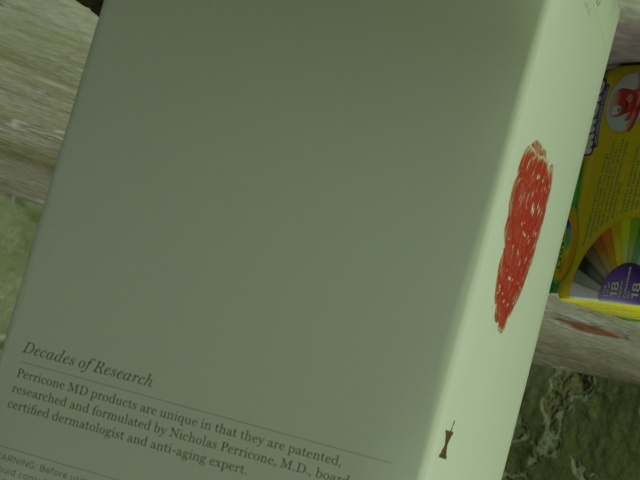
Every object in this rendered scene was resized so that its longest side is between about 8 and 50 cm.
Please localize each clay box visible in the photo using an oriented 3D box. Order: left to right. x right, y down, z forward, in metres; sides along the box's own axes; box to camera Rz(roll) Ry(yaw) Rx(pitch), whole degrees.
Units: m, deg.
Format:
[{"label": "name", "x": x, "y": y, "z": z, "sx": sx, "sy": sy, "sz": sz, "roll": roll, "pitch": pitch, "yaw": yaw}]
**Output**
[{"label": "clay box", "x": 0.196, "y": -0.021, "z": 0.883, "sx": 0.053, "sy": 0.127, "sz": 0.222, "roll": 18, "pitch": 173, "yaw": -29}]

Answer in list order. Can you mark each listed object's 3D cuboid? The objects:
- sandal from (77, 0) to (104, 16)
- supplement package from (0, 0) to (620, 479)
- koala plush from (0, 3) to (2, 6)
[{"label": "sandal", "x": -0.078, "y": -0.125, "z": 0.954, "sx": 0.090, "sy": 0.060, "sz": 0.219, "roll": 4, "pitch": 155, "yaw": 29}, {"label": "supplement package", "x": 0.000, "y": 0.000, "z": 0.748, "sx": 0.175, "sy": 0.293, "sz": 0.177, "roll": 13, "pitch": 174, "yaw": 16}, {"label": "koala plush", "x": -0.256, "y": -0.122, "z": 0.858, "sx": 0.196, "sy": 0.203, "sz": 0.221, "roll": 18, "pitch": 161, "yaw": -31}]
